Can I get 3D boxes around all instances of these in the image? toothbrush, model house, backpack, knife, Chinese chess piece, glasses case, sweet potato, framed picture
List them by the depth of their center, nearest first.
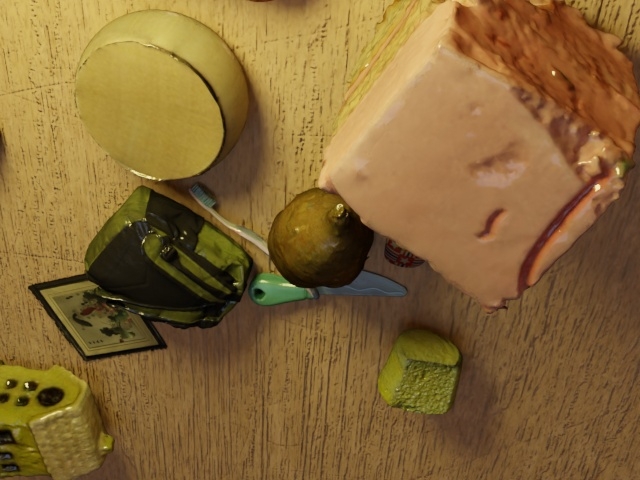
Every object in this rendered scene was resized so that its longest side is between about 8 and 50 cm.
[{"bbox_3d":[0.000,0.000,1.447,0.158,0.369,0.157,0,91,0],"label":"sweet potato"},{"bbox_3d":[-0.226,-0.203,1.451,0.250,0.103,0.249,10,131,12],"label":"Chinese chess piece"},{"bbox_3d":[0.139,-0.034,1.504,0.073,0.049,0.194,13,131,7],"label":"glasses case"},{"bbox_3d":[-0.102,0.003,1.617,0.269,0.021,0.027,41,127,-8],"label":"toothbrush"},{"bbox_3d":[-0.236,0.042,1.629,0.253,0.140,0.207,29,130,-20],"label":"backpack"},{"bbox_3d":[0.009,0.070,1.652,0.260,0.034,0.063,-4,115,13],"label":"knife"},{"bbox_3d":[-0.401,0.140,1.849,0.195,0.010,0.199,-11,124,26],"label":"framed picture"},{"bbox_3d":[-0.520,0.345,1.972,0.234,0.174,0.193,-3,127,7],"label":"model house"}]

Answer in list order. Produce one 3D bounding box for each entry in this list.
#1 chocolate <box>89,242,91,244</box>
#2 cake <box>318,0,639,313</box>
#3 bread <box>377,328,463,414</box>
[{"bbox_3d":[-0.349,0.028,1.728,0.101,0.031,0.064,0,123,20],"label":"chocolate"},{"bbox_3d":[0.189,-0.147,1.225,0.314,0.306,0.293,31,129,-9],"label":"cake"},{"bbox_3d":[0.163,0.210,1.658,0.129,0.111,0.114,7,128,-11],"label":"bread"}]
